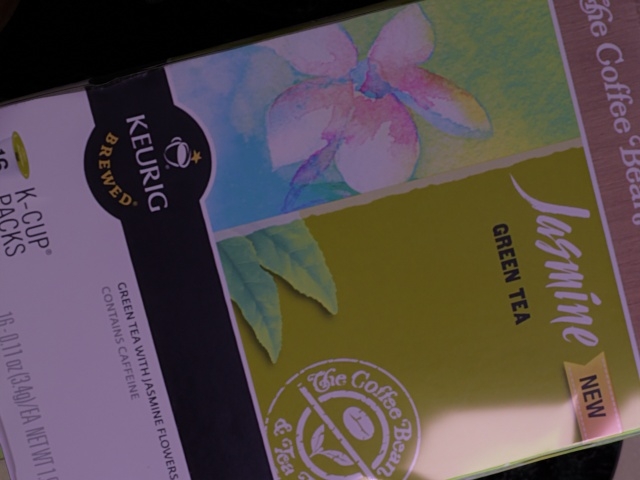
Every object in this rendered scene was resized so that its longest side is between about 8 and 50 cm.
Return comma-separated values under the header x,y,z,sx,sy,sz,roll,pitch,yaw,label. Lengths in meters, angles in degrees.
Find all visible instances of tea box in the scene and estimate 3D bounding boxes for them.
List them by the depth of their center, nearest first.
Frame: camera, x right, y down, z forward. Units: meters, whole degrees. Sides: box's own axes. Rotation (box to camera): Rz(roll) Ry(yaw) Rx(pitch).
x,y,z,sx,sy,sz,roll,pitch,yaw,label
0.000,0.000,0.890,0.324,0.220,0.329,-16,-175,-1,tea box

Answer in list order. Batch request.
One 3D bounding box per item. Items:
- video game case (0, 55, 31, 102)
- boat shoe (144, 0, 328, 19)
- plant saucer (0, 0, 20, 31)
x,y,z,sx,sy,sz,roll,pitch,yaw,label
-0.345,-0.060,0.951,0.275,0.035,0.248,-20,164,31,video game case
-0.073,-0.141,0.764,0.080,0.076,0.228,-20,164,32,boat shoe
-0.231,-0.112,0.766,0.199,0.036,0.198,-20,159,-8,plant saucer
